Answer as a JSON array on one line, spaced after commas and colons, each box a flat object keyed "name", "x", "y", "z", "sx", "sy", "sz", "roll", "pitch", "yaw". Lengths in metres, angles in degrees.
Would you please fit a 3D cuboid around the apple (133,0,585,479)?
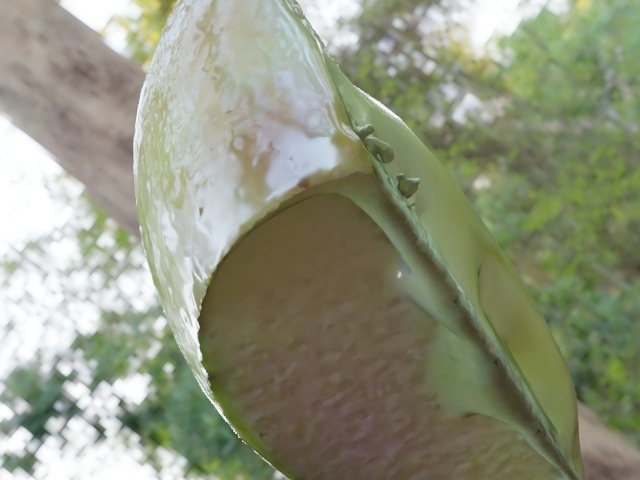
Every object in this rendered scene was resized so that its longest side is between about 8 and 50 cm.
[{"name": "apple", "x": 0.000, "y": 0.000, "z": 0.704, "sx": 0.120, "sy": 0.193, "sz": 0.265, "roll": -29, "pitch": -42, "yaw": 7}]
